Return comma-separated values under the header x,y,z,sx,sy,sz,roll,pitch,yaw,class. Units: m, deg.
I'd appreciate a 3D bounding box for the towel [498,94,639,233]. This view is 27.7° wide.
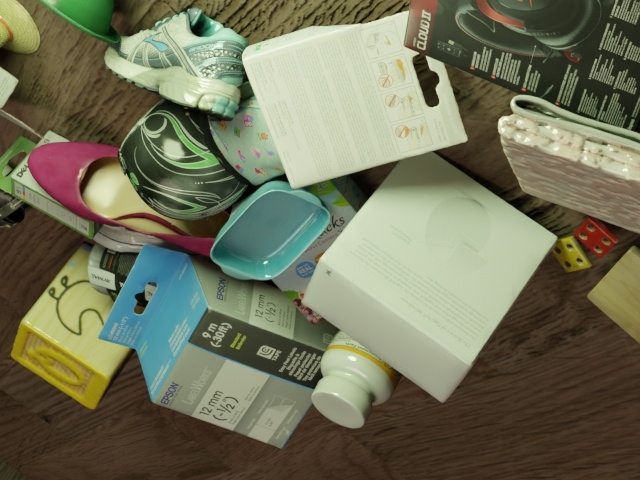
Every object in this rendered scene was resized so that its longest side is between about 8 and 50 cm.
x,y,z,sx,sy,sz,roll,pitch,yaw,class
0.361,-0.049,1.389,0.332,0.053,0.317,22,176,17,towel

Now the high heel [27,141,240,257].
x,y,z,sx,sy,sz,roll,pitch,yaw,class
-0.266,-0.072,1.925,0.377,0.127,0.181,17,175,1,high heel

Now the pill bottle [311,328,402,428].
x,y,z,sx,sy,sz,roll,pitch,yaw,class
0.072,0.168,1.921,0.118,0.208,0.117,23,148,15,pill bottle

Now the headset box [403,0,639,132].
x,y,z,sx,sy,sz,roll,pitch,yaw,class
0.216,-0.254,1.286,0.293,0.110,0.218,24,148,13,headset box

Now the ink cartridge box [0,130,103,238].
x,y,z,sx,sy,sz,roll,pitch,yaw,class
-0.422,-0.102,2.074,0.209,0.109,0.062,28,149,7,ink cartridge box

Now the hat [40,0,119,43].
x,y,z,sx,sy,sz,roll,pitch,yaw,class
-0.278,-0.373,1.644,0.173,0.183,0.208,40,-169,0,hat

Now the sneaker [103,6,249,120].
x,y,z,sx,sy,sz,roll,pitch,yaw,class
-0.177,-0.240,1.682,0.110,0.122,0.283,20,-175,-42,sneaker

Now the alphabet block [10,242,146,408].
x,y,z,sx,sy,sz,roll,pitch,yaw,class
-0.421,0.157,2.356,0.192,0.197,0.193,32,149,-1,alphabet block

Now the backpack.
x,y,z,sx,sy,sz,roll,pitch,yaw,class
-0.064,-0.145,1.689,0.152,0.115,0.182,47,143,-19,backpack

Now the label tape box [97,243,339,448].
x,y,z,sx,sy,sz,roll,pitch,yaw,class
-0.164,0.172,2.075,0.348,0.115,0.249,20,129,-15,label tape box

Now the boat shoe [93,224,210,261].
x,y,z,sx,sy,sz,roll,pitch,yaw,class
-0.275,-0.023,2.105,0.226,0.083,0.075,12,121,21,boat shoe

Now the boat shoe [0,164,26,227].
x,y,z,sx,sy,sz,roll,pitch,yaw,class
-0.568,-0.048,2.306,0.079,0.084,0.233,37,146,-7,boat shoe

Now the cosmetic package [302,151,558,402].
x,y,z,sx,sy,sz,roll,pitch,yaw,class
0.137,0.040,1.645,0.224,0.224,0.138,36,149,8,cosmetic package

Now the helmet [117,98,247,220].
x,y,z,sx,sy,sz,roll,pitch,yaw,class
-0.180,-0.108,1.809,0.161,0.169,0.169,44,150,7,helmet

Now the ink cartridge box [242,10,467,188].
x,y,z,sx,sy,sz,roll,pitch,yaw,class
0.042,-0.174,1.541,0.225,0.056,0.181,-16,116,10,ink cartridge box

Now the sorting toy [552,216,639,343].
x,y,z,sx,sy,sz,roll,pitch,yaw,class
0.411,0.066,1.616,0.274,0.046,0.132,41,150,10,sorting toy

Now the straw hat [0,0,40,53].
x,y,z,sx,sy,sz,roll,pitch,yaw,class
-0.485,-0.304,1.889,0.144,0.061,0.144,23,147,16,straw hat

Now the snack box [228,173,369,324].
x,y,z,sx,sy,sz,roll,pitch,yaw,class
0.000,0.000,1.818,0.174,0.070,0.207,-29,118,25,snack box

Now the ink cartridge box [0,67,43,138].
x,y,z,sx,sy,sz,roll,pitch,yaw,class
-0.561,-0.268,1.966,0.275,0.060,0.239,28,176,29,ink cartridge box

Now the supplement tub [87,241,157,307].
x,y,z,sx,sy,sz,roll,pitch,yaw,class
-0.282,0.055,2.164,0.190,0.117,0.117,16,146,26,supplement tub

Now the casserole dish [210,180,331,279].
x,y,z,sx,sy,sz,roll,pitch,yaw,class
-0.068,-0.016,1.732,0.114,0.037,0.188,23,130,-28,casserole dish
